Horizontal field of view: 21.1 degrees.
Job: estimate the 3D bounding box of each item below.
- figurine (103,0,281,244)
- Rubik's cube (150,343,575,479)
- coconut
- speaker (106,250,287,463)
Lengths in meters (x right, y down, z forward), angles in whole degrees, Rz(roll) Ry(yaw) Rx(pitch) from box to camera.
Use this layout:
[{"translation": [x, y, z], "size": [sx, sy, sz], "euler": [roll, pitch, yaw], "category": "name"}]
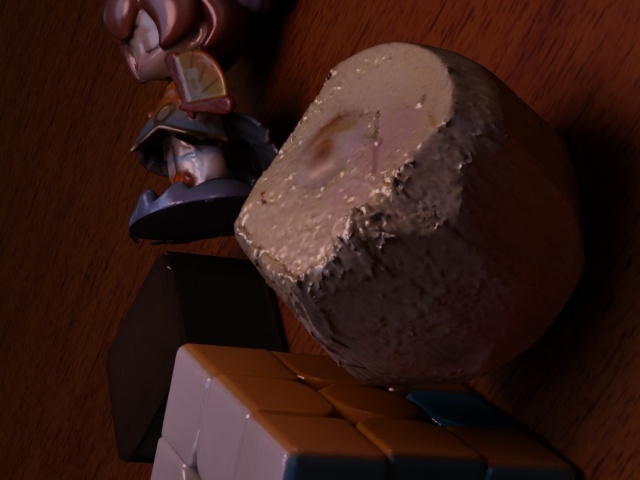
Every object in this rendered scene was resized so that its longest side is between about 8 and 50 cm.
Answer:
[{"translation": [-0.145, -0.209, 2.172], "size": [0.276, 0.248, 0.388], "euler": [-35, 62, 55], "category": "figurine"}, {"translation": [0.018, 0.280, 1.574], "size": [0.291, 0.291, 0.290], "euler": [34, 113, 62], "category": "Rubik's cube"}, {"translation": [0.093, -0.013, 1.526], "size": [0.297, 0.254, 0.297], "euler": [-29, 36, 25], "category": "coconut"}, {"translation": [-0.159, 0.152, 2.160], "size": [0.231, 0.153, 0.193], "euler": [120, 148, -40], "category": "speaker"}]
